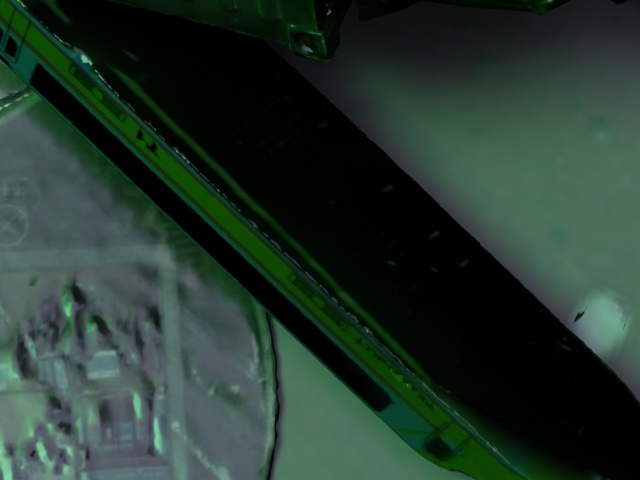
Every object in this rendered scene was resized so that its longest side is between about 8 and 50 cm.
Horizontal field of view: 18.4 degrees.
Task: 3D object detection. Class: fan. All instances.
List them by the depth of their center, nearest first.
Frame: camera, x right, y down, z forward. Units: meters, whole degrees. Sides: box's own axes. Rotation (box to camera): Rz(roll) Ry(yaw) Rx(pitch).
[{"bbox_3d":[-0.105,-0.002,0.541,0.223,0.012,0.294,24,78,3],"label":"fan"}]

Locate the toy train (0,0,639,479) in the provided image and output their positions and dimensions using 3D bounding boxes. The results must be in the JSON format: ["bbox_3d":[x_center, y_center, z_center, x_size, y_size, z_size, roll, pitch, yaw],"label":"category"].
[{"bbox_3d":[0.000,0.000,0.525,0.209,0.042,0.044,44,62,2],"label":"toy train"}]

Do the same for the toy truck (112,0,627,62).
[{"bbox_3d":[-0.035,-0.126,0.487,0.259,0.088,0.121,15,57,17],"label":"toy truck"}]
